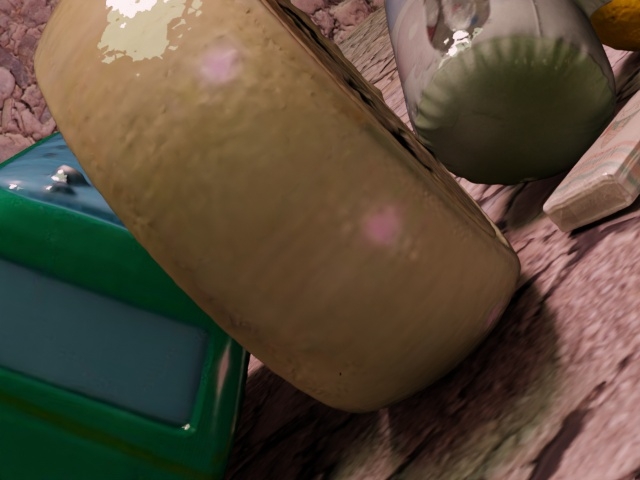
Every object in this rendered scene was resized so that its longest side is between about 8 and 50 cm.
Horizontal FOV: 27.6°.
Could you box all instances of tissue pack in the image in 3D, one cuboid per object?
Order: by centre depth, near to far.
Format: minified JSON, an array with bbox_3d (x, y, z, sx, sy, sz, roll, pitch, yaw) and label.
[{"bbox_3d":[0.159,-0.050,0.661,0.108,0.023,0.056,-46,10,-34],"label":"tissue pack"}]

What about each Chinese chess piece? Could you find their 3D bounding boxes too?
[{"bbox_3d":[-0.017,-0.038,0.608,0.101,0.250,0.250,-43,9,9],"label":"Chinese chess piece"}]

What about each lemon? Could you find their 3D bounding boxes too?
[{"bbox_3d":[0.208,-0.156,0.847,0.065,0.065,0.092,-47,11,-34],"label":"lemon"}]

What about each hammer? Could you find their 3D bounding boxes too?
[{"bbox_3d":[0.190,-0.174,0.749,0.335,0.119,0.206,-30,38,20],"label":"hammer"}]

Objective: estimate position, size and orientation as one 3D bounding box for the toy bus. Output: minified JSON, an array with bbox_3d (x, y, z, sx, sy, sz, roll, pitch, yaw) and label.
[{"bbox_3d":[-0.127,0.043,0.744,0.343,0.184,0.199,-97,26,-78],"label":"toy bus"}]
